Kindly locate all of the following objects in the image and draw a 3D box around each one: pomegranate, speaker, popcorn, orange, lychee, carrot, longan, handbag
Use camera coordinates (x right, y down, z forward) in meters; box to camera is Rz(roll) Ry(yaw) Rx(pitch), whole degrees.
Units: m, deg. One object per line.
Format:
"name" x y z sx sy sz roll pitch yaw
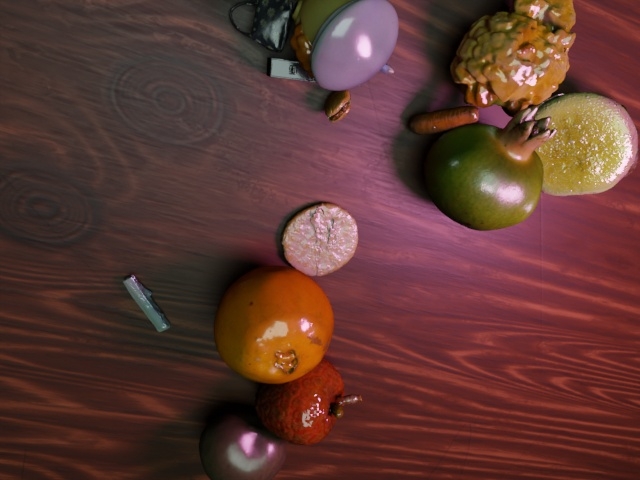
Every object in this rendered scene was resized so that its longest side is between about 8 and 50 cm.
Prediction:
"pomegranate" 0.439 -0.161 1.262 0.310 0.215 0.358 19 143 -17
"speaker" -0.015 -0.402 1.191 0.218 0.082 0.044 2 110 -13
"popcorn" 0.482 -0.452 1.213 0.265 0.225 0.332 32 100 -22
"orange" -0.119 0.213 1.281 0.313 0.312 0.311 -5 111 -12
"lychee" -0.036 0.454 1.418 0.300 0.255 0.254 13 110 19
"carrot" 0.310 -0.303 1.264 0.060 0.186 0.060 2 88 -50
"longan" -0.230 0.600 1.439 0.246 0.215 0.245 -14 128 -19
"handbag" -0.137 -0.500 1.138 0.139 0.072 0.115 14 106 -4

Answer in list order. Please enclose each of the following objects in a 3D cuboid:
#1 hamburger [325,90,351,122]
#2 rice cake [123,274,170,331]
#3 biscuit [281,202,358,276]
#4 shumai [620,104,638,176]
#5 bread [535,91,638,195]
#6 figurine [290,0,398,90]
"hamburger" 0.043 -0.333 1.228 0.076 0.083 0.044 -27 128 30
"rice cake" -0.455 0.166 1.322 0.042 0.030 0.180 -26 114 3
"biscuit" 0.000 0.000 1.371 0.220 0.033 0.219 -5 112 -12
"shumai" 0.789 -0.274 1.415 0.176 0.166 0.205 -4 92 22
"bread" 0.690 -0.256 1.356 0.302 0.045 0.301 9 115 20
"figurine" 0.031 -0.520 1.054 0.225 0.205 0.381 -18 92 -29
